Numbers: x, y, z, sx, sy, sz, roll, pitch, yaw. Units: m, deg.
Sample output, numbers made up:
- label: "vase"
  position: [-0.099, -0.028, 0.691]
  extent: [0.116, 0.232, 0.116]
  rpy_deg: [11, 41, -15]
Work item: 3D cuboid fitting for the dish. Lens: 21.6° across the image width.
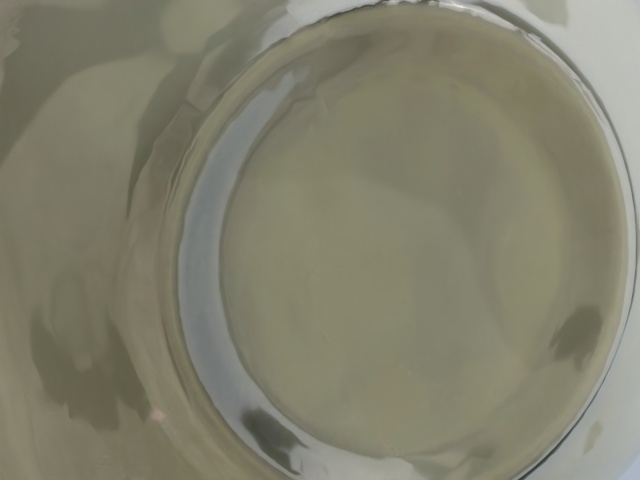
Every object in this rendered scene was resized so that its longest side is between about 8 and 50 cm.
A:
- label: "dish"
  position: [0.000, 0.000, 0.455]
  extent: [0.256, 0.256, 0.117]
  rpy_deg: [65, -17, -15]
